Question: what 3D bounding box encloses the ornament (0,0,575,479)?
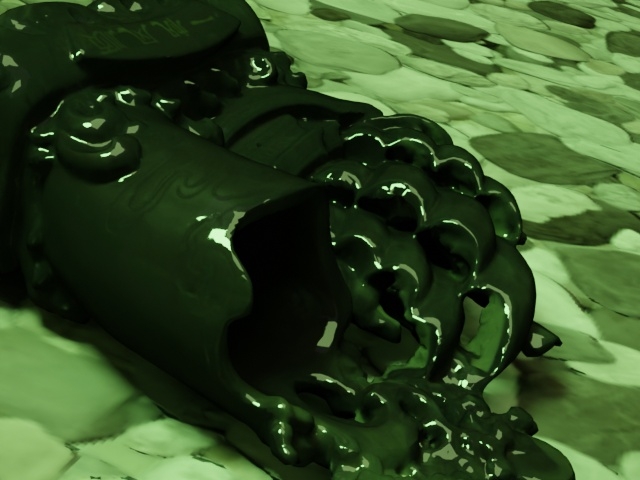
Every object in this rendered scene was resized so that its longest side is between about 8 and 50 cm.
[{"bbox_3d":[0.000,0.000,0.560,0.260,0.106,0.251,27,26,16],"label":"ornament"}]
